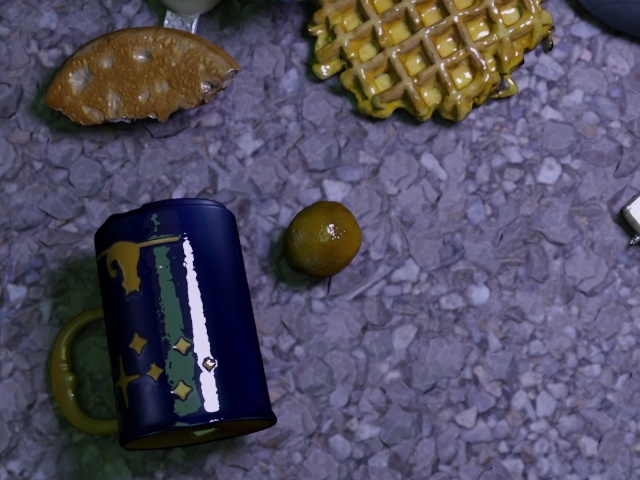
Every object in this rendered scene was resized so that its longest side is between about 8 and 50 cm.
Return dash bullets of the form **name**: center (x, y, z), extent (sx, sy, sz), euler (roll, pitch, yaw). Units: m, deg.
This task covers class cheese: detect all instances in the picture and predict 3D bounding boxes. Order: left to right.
- **cheese**: center (-0.166, -0.290, 1.804), extent (0.127, 0.050, 0.235), euler (12, 87, 13)

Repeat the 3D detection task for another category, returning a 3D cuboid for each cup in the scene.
- **cup**: center (-0.197, 0.102, 1.669), extent (0.255, 0.178, 0.256), euler (-11, 77, 0)

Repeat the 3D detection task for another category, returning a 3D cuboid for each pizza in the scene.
- **pizza**: center (-0.213, -0.192, 1.767), extent (0.246, 0.058, 0.127), euler (-18, 85, 17)

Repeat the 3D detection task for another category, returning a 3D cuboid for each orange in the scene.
- **orange**: center (0.000, 0.000, 1.724), extent (0.095, 0.085, 0.085), euler (-35, 79, 7)

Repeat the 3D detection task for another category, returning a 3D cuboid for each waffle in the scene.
- **waffle**: center (0.131, -0.283, 1.781), extent (0.329, 0.062, 0.329), euler (-1, 78, 3)

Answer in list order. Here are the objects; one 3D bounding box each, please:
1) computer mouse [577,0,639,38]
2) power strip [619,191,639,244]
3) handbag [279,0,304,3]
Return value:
- **computer mouse**: center (0.463, -0.311, 1.742), extent (0.371, 0.122, 0.188), euler (20, 82, 4)
- **power strip**: center (0.420, -0.051, 1.736), extent (0.169, 0.028, 0.076), euler (-41, 80, -6)
- **handbag**: center (-0.034, -0.435, 1.688), extent (0.222, 0.263, 0.241), euler (-30, 45, 1)
